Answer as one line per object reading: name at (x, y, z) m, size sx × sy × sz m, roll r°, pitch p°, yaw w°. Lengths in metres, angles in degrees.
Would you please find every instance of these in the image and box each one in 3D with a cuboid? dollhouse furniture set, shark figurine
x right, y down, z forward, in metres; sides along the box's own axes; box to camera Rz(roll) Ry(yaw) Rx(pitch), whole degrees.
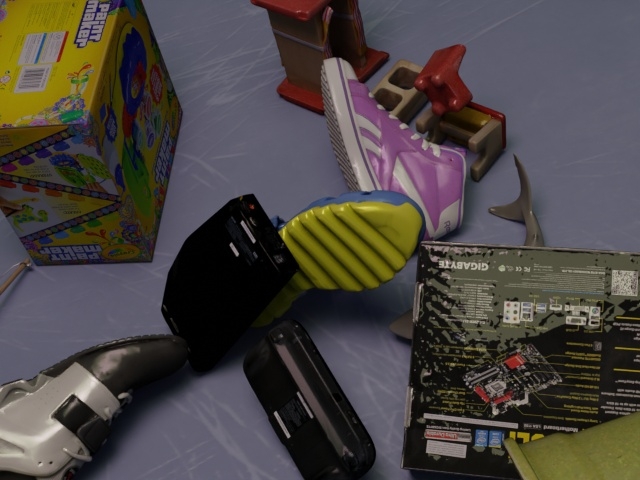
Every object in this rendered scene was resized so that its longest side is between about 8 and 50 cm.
dollhouse furniture set at (0.100, -0.263, 1.501) m, size 0.374 × 0.201 × 0.152 m, roll 26°, pitch 61°, yaw 28°
shark figurine at (0.225, 0.030, 1.308) m, size 0.166 × 0.116 × 0.278 m, roll 27°, pitch 64°, yaw 26°

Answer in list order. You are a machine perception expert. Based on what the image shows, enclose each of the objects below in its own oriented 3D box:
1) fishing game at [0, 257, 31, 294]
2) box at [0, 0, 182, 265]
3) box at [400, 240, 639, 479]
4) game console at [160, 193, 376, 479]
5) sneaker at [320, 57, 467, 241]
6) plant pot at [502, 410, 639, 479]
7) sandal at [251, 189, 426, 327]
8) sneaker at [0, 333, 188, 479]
fishing game at (-0.550, 0.047, 1.467) m, size 0.264 × 0.041 × 0.189 m, roll 14°, pitch 43°, yaw 23°
box at (-0.327, -0.163, 1.455) m, size 0.177 × 0.279 × 0.289 m, roll -2°, pitch 53°, yaw 9°
box at (0.259, 0.138, 1.172) m, size 0.322 × 0.079 × 0.257 m, roll 2°, pitch 82°, yaw 13°
game console at (-0.065, 0.136, 1.255) m, size 0.044 × 0.213 × 0.361 m, roll -9°, pitch 60°, yaw -46°
sneaker at (0.104, -0.128, 1.429) m, size 0.161 × 0.102 × 0.282 m, roll -19°, pitch 81°, yaw -7°
plant pot at (0.345, 0.251, 0.976) m, size 0.254 × 0.276 × 0.276 m, roll -28°, pitch 52°, yaw 3°
sandal at (0.000, 0.000, 1.310) m, size 0.317 × 0.126 × 0.138 m, roll -18°, pitch 24°, yaw 40°
sneaker at (-0.297, 0.222, 1.268) m, size 0.331 × 0.122 × 0.146 m, roll -23°, pitch 70°, yaw -9°
